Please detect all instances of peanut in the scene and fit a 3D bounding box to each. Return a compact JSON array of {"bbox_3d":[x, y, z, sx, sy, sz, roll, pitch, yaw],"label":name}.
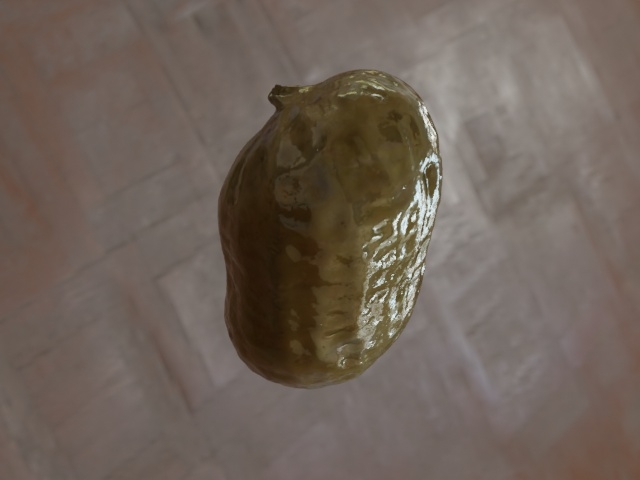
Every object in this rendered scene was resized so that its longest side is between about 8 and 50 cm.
[{"bbox_3d":[0.000,0.000,1.122,0.129,0.224,0.129,7,33,-5],"label":"peanut"}]
